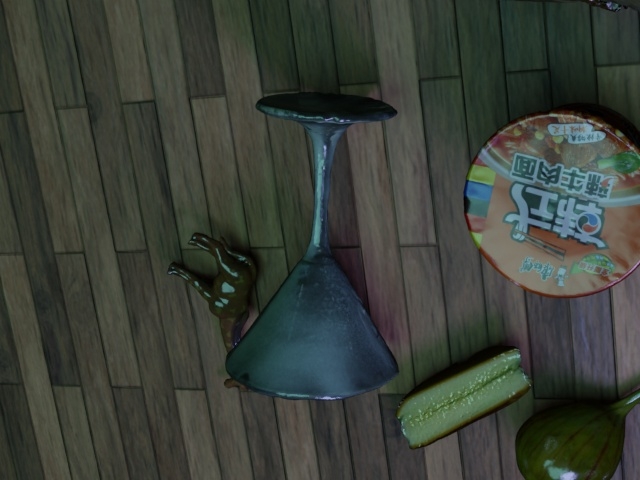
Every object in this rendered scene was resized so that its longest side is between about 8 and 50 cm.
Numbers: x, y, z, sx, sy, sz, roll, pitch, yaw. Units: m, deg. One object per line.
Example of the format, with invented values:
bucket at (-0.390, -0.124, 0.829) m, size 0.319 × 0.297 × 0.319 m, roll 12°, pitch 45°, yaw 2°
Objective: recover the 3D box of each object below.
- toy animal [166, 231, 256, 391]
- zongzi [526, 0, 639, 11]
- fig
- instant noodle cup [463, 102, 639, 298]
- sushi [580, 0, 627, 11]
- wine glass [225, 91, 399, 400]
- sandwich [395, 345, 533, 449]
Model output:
toy animal at (-0.159, 0.116, 1.868) m, size 0.229 × 0.066 × 0.224 m, roll 39°, pitch 117°, yaw 0°
zongzi at (0.308, -0.508, 1.291) m, size 0.467 × 0.218 × 0.500 m, roll 11°, pitch 83°, yaw 20°
fig at (0.397, 0.262, 1.680) m, size 0.151 × 0.151 × 0.259 m, roll 39°, pitch 93°, yaw 5°
instant noodle cup at (0.332, -0.072, 1.537) m, size 0.250 × 0.192 × 0.250 m, roll 7°, pitch 111°, yaw 19°
sushi at (0.325, -0.428, 1.449) m, size 0.140 × 0.149 × 0.287 m, roll -2°, pitch 91°, yaw 16°
wine glass at (0.000, 0.000, 1.668) m, size 0.267 × 0.267 × 0.406 m, roll 10°, pitch 107°, yaw 18°
sandwich at (0.225, 0.228, 1.747) m, size 0.244 × 0.088 × 0.090 m, roll -33°, pitch 85°, yaw 31°
